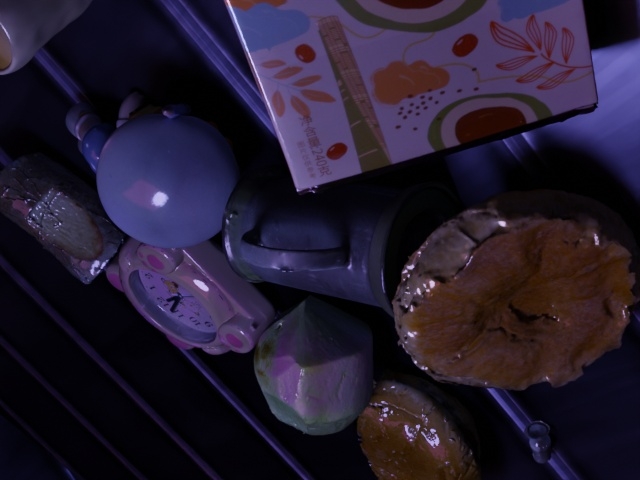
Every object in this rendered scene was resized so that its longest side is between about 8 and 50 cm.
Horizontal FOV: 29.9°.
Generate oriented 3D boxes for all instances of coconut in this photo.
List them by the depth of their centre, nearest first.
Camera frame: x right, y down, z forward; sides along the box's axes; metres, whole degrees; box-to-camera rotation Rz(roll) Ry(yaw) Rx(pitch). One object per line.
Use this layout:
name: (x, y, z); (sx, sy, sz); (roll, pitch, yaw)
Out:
coconut: (-0.011, 0.203, 2.010); (0.205, 0.235, 0.236); (-4, 138, 6)

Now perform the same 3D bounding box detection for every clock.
clock: (-0.251, 0.093, 2.202); (0.284, 0.114, 0.309); (45, 149, -16)

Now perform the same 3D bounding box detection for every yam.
yam: (-0.472, -0.049, 2.197); (0.254, 0.154, 0.154); (40, 148, -2)

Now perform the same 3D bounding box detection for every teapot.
teapot: (0.000, 0.000, 1.709); (0.337, 0.270, 0.200); (11, 108, 38)

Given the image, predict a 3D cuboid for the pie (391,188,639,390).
pie: (0.260, 0.073, 1.554); (0.340, 0.083, 0.339); (-3, 127, -4)

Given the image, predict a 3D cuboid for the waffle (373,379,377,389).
waffle: (0.036, 0.273, 2.221); (0.102, 0.042, 0.148); (35, 149, -1)

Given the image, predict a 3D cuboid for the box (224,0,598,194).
box: (0.081, -0.263, 1.230); (0.345, 0.122, 0.385); (-16, 131, 5)

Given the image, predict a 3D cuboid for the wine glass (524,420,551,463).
wine glass: (0.363, 0.338, 1.991); (0.039, 0.042, 0.083); (50, 164, 41)

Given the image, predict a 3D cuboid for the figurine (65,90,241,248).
figurine: (-0.284, -0.107, 1.890); (0.382, 0.205, 0.224); (12, 135, 56)

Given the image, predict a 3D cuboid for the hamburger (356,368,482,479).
hamburger: (0.194, 0.369, 2.111); (0.211, 0.132, 0.308); (18, 143, 31)

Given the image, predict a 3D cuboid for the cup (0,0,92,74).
cup: (-0.456, -0.349, 1.733); (0.173, 0.202, 0.255); (48, 146, -17)
